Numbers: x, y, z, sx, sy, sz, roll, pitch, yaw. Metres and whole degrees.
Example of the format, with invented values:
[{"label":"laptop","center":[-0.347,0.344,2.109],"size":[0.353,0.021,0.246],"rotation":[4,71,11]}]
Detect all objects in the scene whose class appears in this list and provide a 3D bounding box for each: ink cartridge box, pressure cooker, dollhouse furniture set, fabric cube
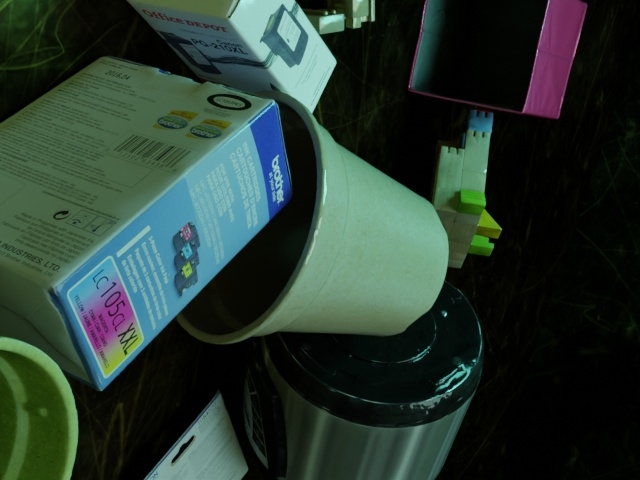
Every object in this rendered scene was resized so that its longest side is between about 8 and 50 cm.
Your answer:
[{"label":"ink cartridge box","center":[-0.219,0.386,1.416],"size":[0.223,0.045,0.224],"rotation":[-48,142,-37]},{"label":"pressure cooker","center":[0.063,0.274,1.473],"size":[0.370,0.376,0.420],"rotation":[-42,154,-41]},{"label":"dollhouse furniture set","center":[0.006,-0.390,1.304],"size":[0.151,0.144,0.123],"rotation":[-20,118,-38]},{"label":"ink cartridge box","center":[-0.109,-0.271,1.113],"size":[0.100,0.172,0.237],"rotation":[-65,150,-12]},{"label":"ink cartridge box","center":[-0.217,-0.059,0.946],"size":[0.395,0.270,0.151],"rotation":[-48,145,-35]},{"label":"fabric cube","center":[0.368,-0.401,1.770],"size":[0.258,0.254,0.259],"rotation":[-9,113,-58]}]

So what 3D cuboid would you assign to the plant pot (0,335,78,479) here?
[{"label":"plant pot","center":[-0.408,0.178,0.770],"size":[0.276,0.254,0.276],"rotation":[-34,133,-47]}]

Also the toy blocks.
[{"label":"toy blocks","center":[0.291,-0.116,1.862],"size":[0.381,0.191,0.260],"rotation":[90,10,-67]}]

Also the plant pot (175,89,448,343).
[{"label":"plant pot","center":[0.000,0.000,1.198],"size":[0.306,0.334,0.333],"rotation":[17,91,-40]}]
